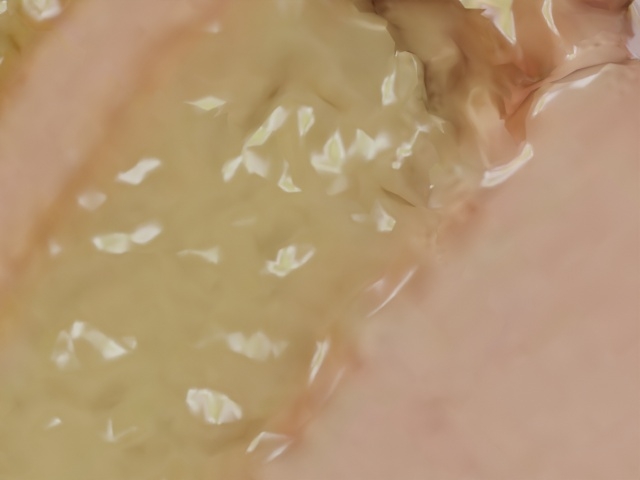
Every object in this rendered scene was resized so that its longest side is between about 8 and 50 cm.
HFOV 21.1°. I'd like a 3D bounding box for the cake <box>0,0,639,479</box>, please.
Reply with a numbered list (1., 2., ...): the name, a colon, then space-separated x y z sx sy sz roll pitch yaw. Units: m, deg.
1. cake: 0.000 0.000 0.558 0.307 0.293 0.314 45 -161 8
